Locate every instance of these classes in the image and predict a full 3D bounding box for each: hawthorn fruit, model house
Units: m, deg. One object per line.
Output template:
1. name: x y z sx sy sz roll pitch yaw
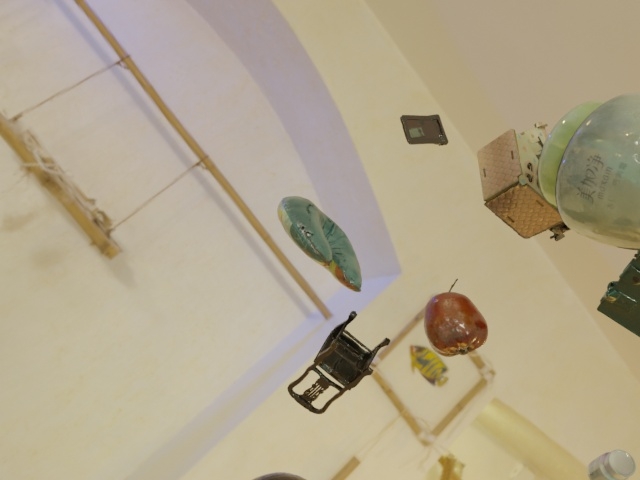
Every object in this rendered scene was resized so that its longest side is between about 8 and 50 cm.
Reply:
1. hawthorn fruit: 0.334 0.193 1.495 0.162 0.163 0.203 86 -10 -60
2. model house: 0.535 -0.134 1.522 0.169 0.244 0.326 -32 -98 48

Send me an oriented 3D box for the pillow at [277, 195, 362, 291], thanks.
1. pillow: 0.000 0.000 1.210 0.233 0.086 0.214 44 10 -45

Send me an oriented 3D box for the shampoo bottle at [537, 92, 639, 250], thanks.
1. shampoo bottle: 0.656 -0.141 1.226 0.317 0.322 0.322 38 -21 50

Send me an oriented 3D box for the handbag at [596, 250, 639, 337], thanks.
1. handbag: 0.928 0.134 1.566 0.238 0.089 0.326 33 -44 18

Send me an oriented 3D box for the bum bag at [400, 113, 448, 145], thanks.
1. bum bag: 0.329 -0.351 1.853 0.026 0.159 0.109 -42 -123 59

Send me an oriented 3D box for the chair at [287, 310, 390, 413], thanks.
1. chair: 0.031 0.270 1.255 0.106 0.113 0.229 40 -47 -1

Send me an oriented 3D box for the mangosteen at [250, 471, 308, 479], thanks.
1. mangosteen: -0.142 0.950 1.859 0.381 0.381 0.421 56 3 -16

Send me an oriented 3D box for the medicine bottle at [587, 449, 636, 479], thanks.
1. medicine bottle: 0.498 0.391 0.996 0.052 0.052 0.089 41 -26 24
